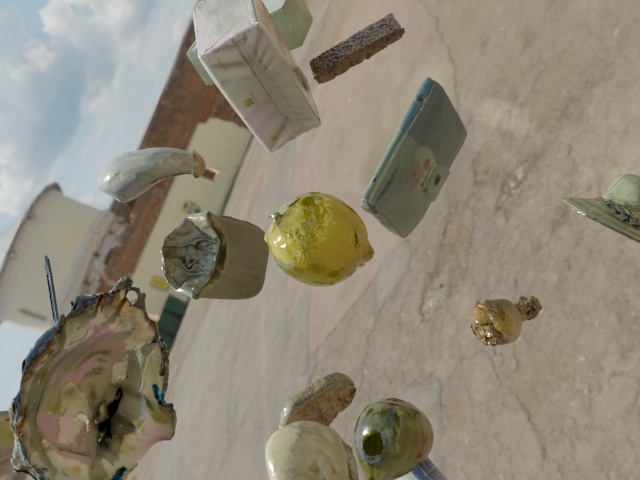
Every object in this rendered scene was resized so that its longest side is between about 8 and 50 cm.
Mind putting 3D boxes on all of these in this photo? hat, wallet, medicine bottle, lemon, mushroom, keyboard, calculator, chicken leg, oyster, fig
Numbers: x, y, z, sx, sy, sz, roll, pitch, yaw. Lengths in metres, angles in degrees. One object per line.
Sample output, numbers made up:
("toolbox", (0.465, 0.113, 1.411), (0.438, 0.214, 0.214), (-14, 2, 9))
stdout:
("hat", (-0.262, 0.048, 1.579), (0.149, 0.245, 0.214), (4, 80, 42))
("wallet", (0.241, -0.188, 1.569), (0.083, 0.252, 0.360), (24, 82, 40))
("medicine bottle", (0.250, 0.603, 1.626), (0.103, 0.186, 0.102), (-35, -23, -17))
("lemon", (0.000, 0.000, 1.174), (0.173, 0.206, 0.173), (-158, 90, -82))
("hat", (0.612, -0.071, 1.234), (0.252, 0.252, 0.109), (-100, 32, -70))
("mushroom", (-0.384, -0.153, 1.404), (0.270, 0.118, 0.103), (-10, 71, 30))
("keyboard", (-0.521, 0.124, 1.237), (0.063, 0.010, 0.198), (51, 143, 44))
("calculator", (-0.809, 0.471, 1.544), (0.237, 0.157, 0.033), (-15, 48, 18))
("chicken leg", (0.428, 0.169, 1.424), (0.087, 0.252, 0.107), (-17, 86, 45))
("oyster", (-0.234, 0.172, 0.675), (0.198, 0.092, 0.259), (-45, -47, -42))
("fig", (0.119, 0.420, 1.168), (0.151, 0.152, 0.259), (-164, 88, -79))

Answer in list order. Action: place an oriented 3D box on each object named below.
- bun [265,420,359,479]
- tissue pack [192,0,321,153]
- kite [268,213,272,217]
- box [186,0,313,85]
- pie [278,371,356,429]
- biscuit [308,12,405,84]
("bun", (-0.001, 0.394, 1.039), (0.128, 0.178, 0.193), (-26, 51, 8))
("tissue pack", (-0.110, -0.299, 1.088), (0.124, 0.225, 0.185), (-28, 45, 10))
("kite", (-0.054, 0.004, 1.826), (0.013, 0.268, 0.323), (-52, -19, 1))
("box", (-0.139, -0.408, 1.265), (0.225, 0.086, 0.129), (-16, 36, 24))
("pie", (-0.005, 0.374, 1.412), (0.046, 0.195, 0.195), (49, 123, 37))
("biscuit", (0.070, -0.377, 1.248), (0.199, 0.034, 0.064), (-27, 51, 10))
